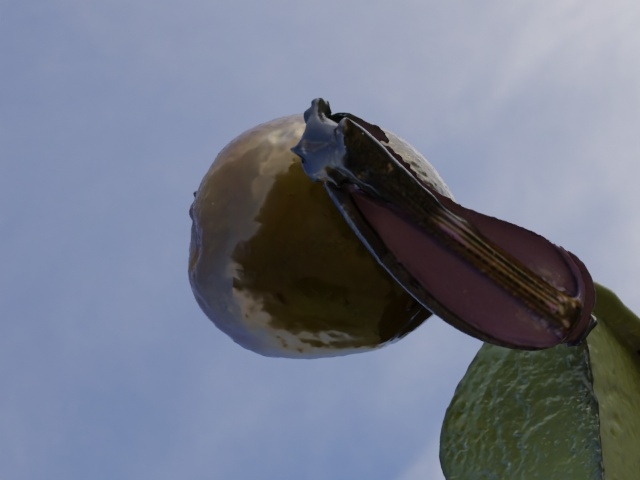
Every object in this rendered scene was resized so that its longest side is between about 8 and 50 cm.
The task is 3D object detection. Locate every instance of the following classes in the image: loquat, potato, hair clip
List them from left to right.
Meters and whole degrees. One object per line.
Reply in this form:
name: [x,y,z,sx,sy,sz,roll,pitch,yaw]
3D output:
loquat: [0.000,0.000,1.849,0.276,0.284,0.276,-51,-28,-40]
hair clip: [0.120,-0.003,1.681,0.359,0.096,0.110,39,-139,-16]
potato: [0.302,0.240,2.032,0.280,0.213,0.330,31,-138,-41]
